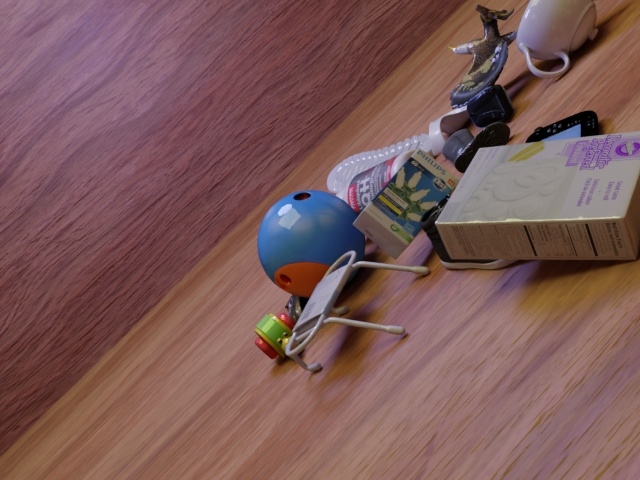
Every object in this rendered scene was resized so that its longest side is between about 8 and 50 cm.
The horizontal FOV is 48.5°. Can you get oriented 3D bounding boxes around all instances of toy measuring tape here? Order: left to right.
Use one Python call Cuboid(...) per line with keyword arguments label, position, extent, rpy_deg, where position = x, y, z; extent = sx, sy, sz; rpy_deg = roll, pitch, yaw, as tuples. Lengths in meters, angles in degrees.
Cuboid(label="toy measuring tape", position=(-0.132, 0.238, 1.873), extent=(0.121, 0.121, 0.330), rpy_deg=(-46, 16, -11))

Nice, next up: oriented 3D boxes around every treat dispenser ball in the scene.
Cuboid(label="treat dispenser ball", position=(-0.024, 0.009, 1.888), extent=(0.288, 0.288, 0.288), rpy_deg=(-39, 16, 13))

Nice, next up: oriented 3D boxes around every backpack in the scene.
Cuboid(label="backpack", position=(0.484, -0.377, 2.019), extent=(0.084, 0.105, 0.114), rpy_deg=(-27, -1, -40))

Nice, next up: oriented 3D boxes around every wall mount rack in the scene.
Cuboid(label="wall mount rack", position=(0.072, 0.150, 1.603), extent=(0.304, 0.130, 0.350), rpy_deg=(-34, 17, 40))

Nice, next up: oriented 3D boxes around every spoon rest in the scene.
Cuboid(label="spoon rest", position=(0.388, -0.357, 2.186), extent=(0.137, 0.084, 0.276), rpy_deg=(-21, 21, 31))

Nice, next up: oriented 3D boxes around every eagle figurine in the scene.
Cuboid(label="eagle figurine", position=(0.489, -0.546, 2.147), extent=(0.226, 0.298, 0.225), rpy_deg=(-4, 15, -29))

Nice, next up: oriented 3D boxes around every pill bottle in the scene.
Cuboid(label="pill bottle", position=(0.176, -0.121, 1.949), extent=(0.318, 0.176, 0.176), rpy_deg=(-21, 26, 53))

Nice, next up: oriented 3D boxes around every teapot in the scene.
Cuboid(label="teapot", position=(0.681, -0.604, 1.991), extent=(0.252, 0.187, 0.256), rpy_deg=(-31, -33, -50))

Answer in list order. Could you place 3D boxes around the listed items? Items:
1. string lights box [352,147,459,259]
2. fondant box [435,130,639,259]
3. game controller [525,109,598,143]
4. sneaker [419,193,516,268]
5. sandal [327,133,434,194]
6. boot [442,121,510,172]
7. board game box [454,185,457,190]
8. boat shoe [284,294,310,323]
Cuboid(label="string lights box", position=(0.207, -0.091, 1.699), extent=(0.259, 0.133, 0.077), rpy_deg=(-48, -4, -33))
Cuboid(label="fondant box", position=(0.402, -0.076, 1.252), extent=(0.330, 0.096, 0.238), rpy_deg=(0, 41, 39))
Cuboid(label="game controller", position=(0.504, -0.176, 1.495), extent=(0.166, 0.067, 0.319), rpy_deg=(-32, 20, 35))
Cuboid(label="sneaker", position=(0.309, -0.026, 1.428), extent=(0.104, 0.147, 0.296), rpy_deg=(-48, 18, -26))
Cuboid(label="sandal", position=(0.202, -0.219, 2.316), extent=(0.416, 0.102, 0.169), rpy_deg=(-15, 44, 35))
Cuboid(label="boot", position=(0.425, -0.273, 1.963), extent=(0.190, 0.076, 0.208), rpy_deg=(-36, 10, 16))
Cuboid(label="board game box", position=(0.366, -0.098, 1.670), extent=(0.092, 0.043, 0.181), rpy_deg=(-36, 17, 23))
Cuboid(label="boat shoe", position=(-0.066, 0.176, 1.961), extent=(0.066, 0.066, 0.183), rpy_deg=(-40, 16, 16))
